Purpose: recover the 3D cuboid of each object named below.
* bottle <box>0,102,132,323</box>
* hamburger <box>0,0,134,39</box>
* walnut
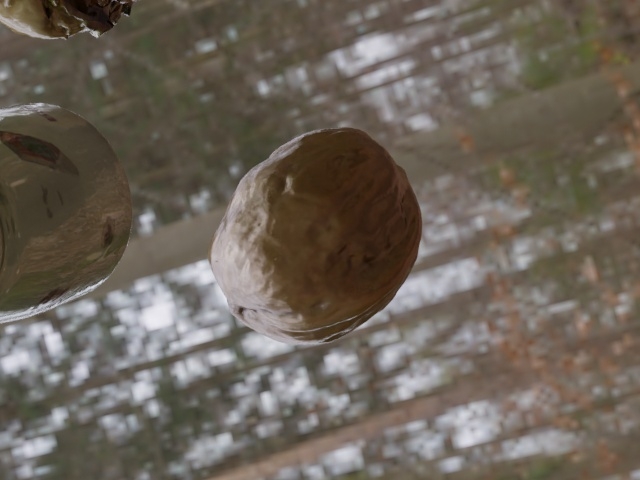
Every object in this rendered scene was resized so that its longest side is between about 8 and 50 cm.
[{"bbox_3d":[-0.343,-0.003,1.788,0.351,0.229,0.229,-30,-77,-68],"label":"bottle"},{"bbox_3d":[-0.182,-0.266,1.185,0.283,0.144,0.259,55,-156,-6],"label":"hamburger"},{"bbox_3d":[0.000,0.000,1.378,0.149,0.166,0.166,39,179,41],"label":"walnut"}]
